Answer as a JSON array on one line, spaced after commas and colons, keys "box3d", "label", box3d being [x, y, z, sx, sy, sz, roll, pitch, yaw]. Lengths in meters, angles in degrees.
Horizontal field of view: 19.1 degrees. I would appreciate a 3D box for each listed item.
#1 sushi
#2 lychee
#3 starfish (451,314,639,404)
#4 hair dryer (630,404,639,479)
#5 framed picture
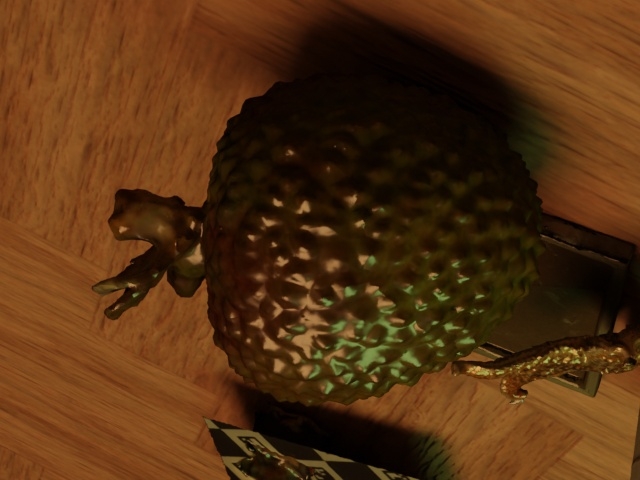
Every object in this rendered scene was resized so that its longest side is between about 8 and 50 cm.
[{"box3d": [0.034, 0.282, 2.149, 0.292, 0.059, 0.294, 15, 149, 21], "label": "sushi"}, {"box3d": [0.012, 0.000, 1.484, 0.320, 0.270, 0.270, 1, 143, 31], "label": "lychee"}, {"box3d": [0.245, 0.089, 1.579, 0.295, 0.048, 0.231, -13, 171, -4], "label": "starfish"}, {"box3d": [0.444, 0.253, 1.688, 0.357, 0.173, 0.107, 16, 155, -8], "label": "hair dryer"}, {"box3d": [0.103, 0.019, 1.694, 0.335, 0.022, 0.247, 20, 150, 12], "label": "framed picture"}]
